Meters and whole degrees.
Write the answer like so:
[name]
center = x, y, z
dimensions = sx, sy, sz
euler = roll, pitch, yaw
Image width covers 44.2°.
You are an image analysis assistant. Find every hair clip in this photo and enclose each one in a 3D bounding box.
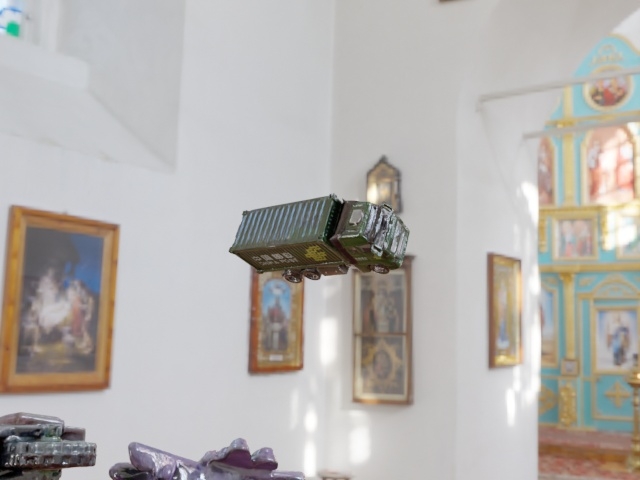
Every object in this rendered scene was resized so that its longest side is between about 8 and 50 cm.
[hair clip]
center = -0.150, 0.306, 1.034
dimensions = 0.279, 0.090, 0.137
euler = 5, -41, -38

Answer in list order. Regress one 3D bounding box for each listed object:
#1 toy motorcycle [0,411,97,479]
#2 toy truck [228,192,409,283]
[toy motorcycle]
center = -0.272, 0.156, 0.566
dimensions = 0.213, 0.082, 0.122
euler = 3, -5, -17
[toy truck]
center = 0.000, 0.000, 1.201
dimensions = 0.259, 0.088, 0.121
euler = -8, -35, 38
